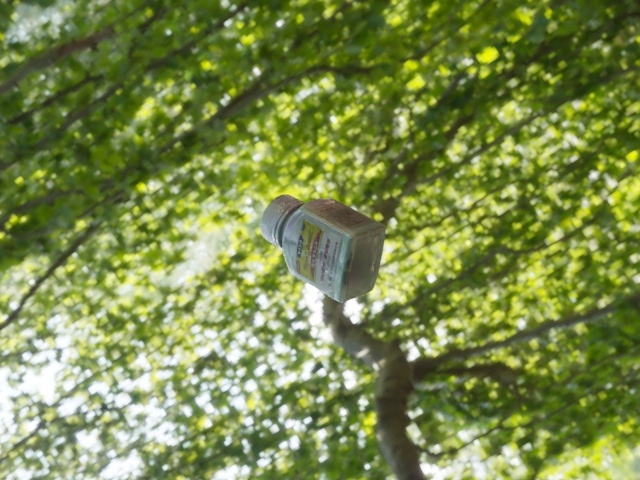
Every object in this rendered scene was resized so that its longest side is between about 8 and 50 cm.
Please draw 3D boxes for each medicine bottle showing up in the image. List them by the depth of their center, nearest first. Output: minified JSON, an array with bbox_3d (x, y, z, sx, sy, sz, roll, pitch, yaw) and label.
[{"bbox_3d":[0.000,0.000,0.926,0.118,0.074,0.055,30,-147,35],"label":"medicine bottle"}]
